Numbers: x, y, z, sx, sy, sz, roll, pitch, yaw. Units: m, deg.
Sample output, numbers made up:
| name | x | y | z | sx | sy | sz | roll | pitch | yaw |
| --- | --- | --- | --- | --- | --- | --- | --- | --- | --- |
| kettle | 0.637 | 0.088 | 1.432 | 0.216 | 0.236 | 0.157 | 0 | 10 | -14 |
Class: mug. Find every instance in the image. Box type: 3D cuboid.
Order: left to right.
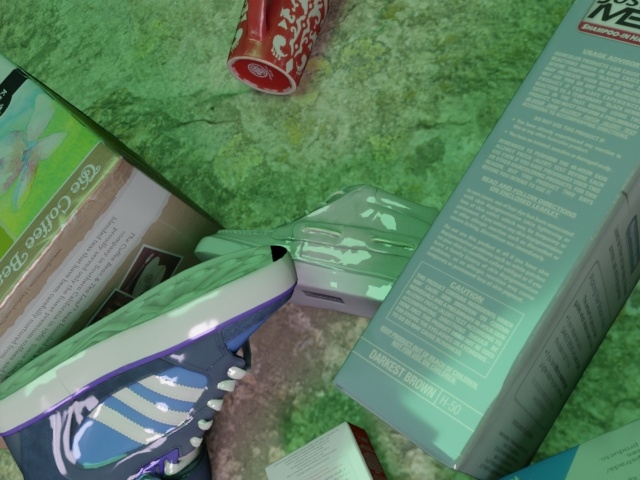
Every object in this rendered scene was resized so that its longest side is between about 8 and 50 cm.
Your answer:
| name | x | y | z | sx | sy | sz | roll | pitch | yaw |
| --- | --- | --- | --- | --- | --- | --- | --- | --- | --- |
| mug | -0.060 | -0.284 | 0.820 | 0.113 | 0.150 | 0.169 | 7 | 75 | 44 |

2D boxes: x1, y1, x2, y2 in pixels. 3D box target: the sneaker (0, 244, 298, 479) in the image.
| name | x | y | z | sx | sy | sz | roll | pitch | yaw |
| --- | --- | --- | --- | --- | --- | --- | --- | --- | --- |
| sneaker | -0.124 | 0.170 | 0.640 | 0.323 | 0.236 | 0.130 | -28 | 15 | 2 |

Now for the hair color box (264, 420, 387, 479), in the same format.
| name | x | y | z | sx | sy | sz | roll | pitch | yaw |
| --- | --- | --- | --- | --- | --- | --- | --- | --- | --- |
| hair color box | 0.026 | 0.257 | 0.581 | 0.093 | 0.053 | 0.167 | -32 | 56 | 9 |

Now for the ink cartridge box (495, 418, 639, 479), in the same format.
| name | x | y | z | sx | sy | sz | roll | pitch | yaw |
| --- | --- | --- | --- | --- | --- | --- | --- | --- | --- |
| ink cartridge box | 0.197 | 0.258 | 0.291 | 0.285 | 0.395 | 0.166 | -28 | 100 | 13 |

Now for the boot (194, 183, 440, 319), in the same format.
| name | x | y | z | sx | sy | sz | roll | pitch | yaw |
| --- | --- | --- | --- | --- | --- | --- | --- | --- | --- |
| boot | 0.000 | 0.000 | 0.699 | 0.258 | 0.095 | 0.123 | 13 | 68 | 22 |

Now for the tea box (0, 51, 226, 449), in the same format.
| name | x | y | z | sx | sy | sz | roll | pitch | yaw |
| --- | --- | --- | --- | --- | --- | --- | --- | --- | --- |
| tea box | -0.340 | 0.010 | 0.777 | 0.323 | 0.220 | 0.329 | 36 | 86 | 33 |

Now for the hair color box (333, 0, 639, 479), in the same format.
| name | x | y | z | sx | sy | sz | roll | pitch | yaw |
| --- | --- | --- | --- | --- | --- | --- | --- | --- | --- |
| hair color box | 0.185 | 0.002 | 0.537 | 0.113 | 0.185 | 0.374 | 30 | 83 | 34 |
